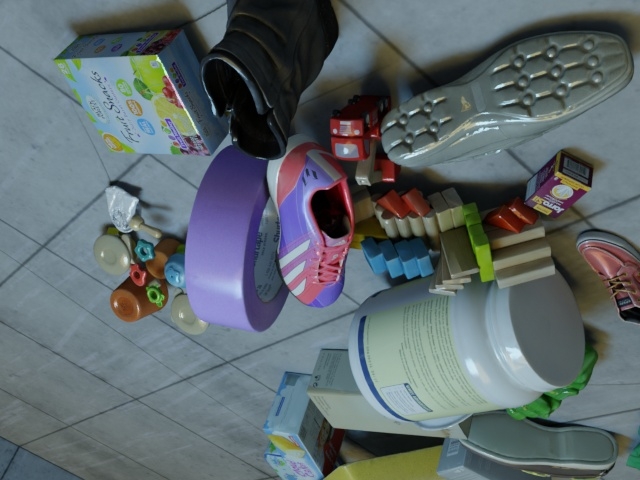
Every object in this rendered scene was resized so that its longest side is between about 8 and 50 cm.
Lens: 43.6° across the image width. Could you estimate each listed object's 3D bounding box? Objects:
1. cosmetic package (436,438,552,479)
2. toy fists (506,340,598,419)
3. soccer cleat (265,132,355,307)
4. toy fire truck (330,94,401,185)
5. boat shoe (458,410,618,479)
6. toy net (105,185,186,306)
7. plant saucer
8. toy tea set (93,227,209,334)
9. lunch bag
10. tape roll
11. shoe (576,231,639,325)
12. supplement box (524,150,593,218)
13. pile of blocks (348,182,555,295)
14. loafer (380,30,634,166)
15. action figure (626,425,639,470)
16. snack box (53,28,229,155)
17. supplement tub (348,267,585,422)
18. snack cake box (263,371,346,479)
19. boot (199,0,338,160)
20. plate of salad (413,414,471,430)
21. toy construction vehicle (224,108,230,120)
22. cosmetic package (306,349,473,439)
[{"bbox_3d":[0.391,0.503,1.772,0.238,0.127,0.107,33,143,-14],"label":"cosmetic package"},{"bbox_3d":[0.395,0.247,1.452,0.142,0.096,0.279,20,144,-2],"label":"toy fists"},{"bbox_3d":[0.000,0.000,1.143,0.116,0.109,0.318,40,150,39],"label":"soccer cleat"},{"bbox_3d":[0.063,-0.125,1.079,0.047,0.192,0.135,5,114,19],"label":"toy fire truck"},{"bbox_3d":[0.443,0.433,1.665,0.325,0.116,0.096,5,139,12],"label":"boat shoe"},{"bbox_3d":[-0.322,0.002,1.463,0.122,0.045,0.232,-32,92,33],"label":"toy net"},{"bbox_3d":[0.158,0.580,1.889,0.333,0.080,0.332,-5,152,-23],"label":"plant saucer"},{"bbox_3d":[-0.277,0.071,1.568,0.336,0.124,0.199,8,114,23],"label":"toy tea set"},{"bbox_3d":[-0.036,0.593,2.133,0.176,0.090,0.219,0,140,27],"label":"lunch bag"},{"bbox_3d":[-0.106,-0.003,1.206,0.090,0.274,0.274,9,143,14],"label":"tape roll"},{"bbox_3d":[0.449,0.061,1.186,0.178,0.081,0.063,33,143,-17],"label":"shoe"},{"bbox_3d":[0.326,-0.076,1.096,0.055,0.043,0.083,24,145,-7],"label":"supplement box"},{"bbox_3d":[0.157,-0.014,1.172,0.363,0.148,0.112,3,142,23],"label":"pile of blocks"},{"bbox_3d":[0.227,-0.168,0.987,0.320,0.111,0.111,-15,169,34],"label":"loafer"},{"bbox_3d":[0.660,0.397,1.548,0.137,0.063,0.232,3,145,26],"label":"action figure"},{"bbox_3d":[-0.255,-0.209,1.152,0.207,0.070,0.174,6,138,34],"label":"snack box"},{"bbox_3d":[0.230,0.162,1.296,0.235,0.235,0.325,40,141,-26],"label":"supplement tub"},{"bbox_3d":[-0.031,0.443,1.877,0.089,0.152,0.264,3,141,24],"label":"snack cake box"},{"bbox_3d":[-0.077,-0.267,0.883,0.118,0.222,0.338,-1,140,29],"label":"boot"},{"bbox_3d":[0.244,0.269,1.463,0.200,0.199,0.048,-19,123,42],"label":"plate of salad"},{"bbox_3d":[-0.177,-0.195,1.202,0.086,0.035,0.098,25,144,12],"label":"toy construction vehicle"},{"bbox_3d":[0.148,0.315,1.653,0.310,0.113,0.160,-2,139,30],"label":"cosmetic package"}]
